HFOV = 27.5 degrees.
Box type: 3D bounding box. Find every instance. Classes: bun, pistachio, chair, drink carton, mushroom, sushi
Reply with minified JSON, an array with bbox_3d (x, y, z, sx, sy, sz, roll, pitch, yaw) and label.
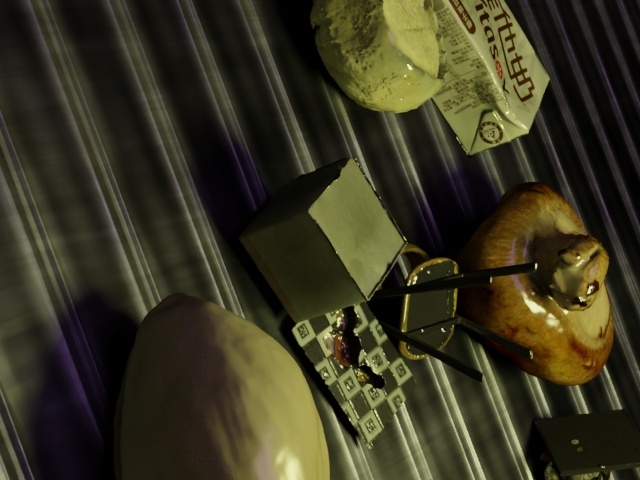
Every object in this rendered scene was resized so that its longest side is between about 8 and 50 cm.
[{"bbox_3d":[0.076,-0.304,1.929,0.259,0.152,0.259,47,28,-35],"label":"bun"},{"bbox_3d":[-0.107,0.210,1.380,0.226,0.208,0.331,-10,68,-11],"label":"pistachio"},{"bbox_3d":[0.158,0.081,1.826,0.159,0.247,0.172,-12,106,-55],"label":"chair"},{"bbox_3d":[0.243,-0.332,2.192,0.324,0.132,0.194,55,38,-22],"label":"drink carton"},{"bbox_3d":[0.364,0.064,2.028,0.345,0.260,0.345,28,52,-43],"label":"mushroom"},{"bbox_3d":[0.040,0.161,1.736,0.139,0.031,0.201,-45,110,-41],"label":"sushi"}]

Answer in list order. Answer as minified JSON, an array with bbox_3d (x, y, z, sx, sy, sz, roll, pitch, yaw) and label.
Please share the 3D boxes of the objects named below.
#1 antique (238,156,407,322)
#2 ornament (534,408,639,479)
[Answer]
[{"bbox_3d":[0.000,0.000,1.665,0.146,0.148,0.152,57,37,-15],"label":"antique"},{"bbox_3d":[0.424,0.397,2.080,0.153,0.166,0.196,-104,-170,-66],"label":"ornament"}]
